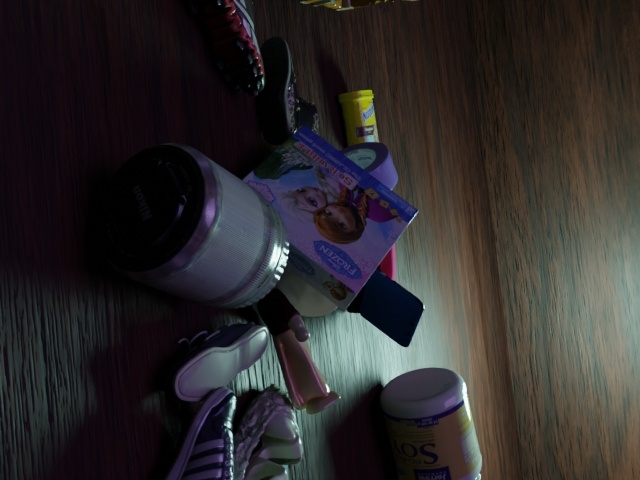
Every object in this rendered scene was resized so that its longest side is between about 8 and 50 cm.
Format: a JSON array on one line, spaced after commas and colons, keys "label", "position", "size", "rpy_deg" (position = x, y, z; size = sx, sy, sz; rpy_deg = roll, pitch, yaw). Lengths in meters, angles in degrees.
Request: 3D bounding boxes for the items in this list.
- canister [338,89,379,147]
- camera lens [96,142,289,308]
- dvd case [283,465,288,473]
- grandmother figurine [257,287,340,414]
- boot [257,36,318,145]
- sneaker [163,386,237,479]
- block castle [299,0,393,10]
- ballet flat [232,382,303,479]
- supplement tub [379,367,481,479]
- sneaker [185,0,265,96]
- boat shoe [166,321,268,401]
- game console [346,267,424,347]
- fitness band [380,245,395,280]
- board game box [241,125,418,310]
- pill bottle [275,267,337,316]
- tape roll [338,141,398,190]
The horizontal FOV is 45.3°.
[{"label": "canister", "position": [0.110, -0.328, 2.138], "size": [0.126, 0.073, 0.170], "rpy_deg": [-26, 108, -63]}, {"label": "camera lens", "position": [-0.201, -0.015, 1.235], "size": [0.274, 0.219, 0.219], "rpy_deg": [33, 54, -58]}, {"label": "dvd case", "position": [-0.090, 0.506, 1.558], "size": [0.087, 0.013, 0.119], "rpy_deg": [23, 63, -61]}, {"label": "grandmother figurine", "position": [-0.073, 0.175, 1.525], "size": [0.104, 0.208, 0.342], "rpy_deg": [-27, 94, -29]}, {"label": "boot", "position": [-0.072, -0.331, 1.749], "size": [0.178, 0.085, 0.236], "rpy_deg": [-9, 98, -67]}, {"label": "sneaker", "position": [-0.159, 0.380, 1.237], "size": [0.099, 0.153, 0.282], "rpy_deg": [84, 25, -52]}, {"label": "block castle", "position": [0.082, -0.719, 1.929], "size": [0.453, 0.303, 0.213], "rpy_deg": [-23, 110, -63]}, {"label": "ballet flat", "position": [-0.106, 0.415, 1.414], "size": [0.409, 0.147, 0.147], "rpy_deg": [-53, 130, -57]}, {"label": "supplement tub", "position": [0.310, 0.545, 2.114], "size": [0.241, 0.241, 0.331], "rpy_deg": [-39, 117, -61]}, {"label": "sneaker", "position": [-0.173, -0.429, 1.546], "size": [0.276, 0.097, 0.135], "rpy_deg": [64, 34, -31]}, {"label": "boat shoe", "position": [-0.191, 0.203, 1.352], "size": [0.254, 0.079, 0.095], "rpy_deg": [-32, 128, -53]}, {"label": "game console", "position": [0.161, 0.091, 1.883], "size": [0.293, 0.173, 0.250], "rpy_deg": [96, 2, -62]}, {"label": "fitness band", "position": [0.158, 0.013, 2.163], "size": [0.209, 0.054, 0.291], "rpy_deg": [25, 62, -61]}, {"label": "board game box", "position": [0.005, -0.059, 1.574], "size": [0.318, 0.066, 0.318], "rpy_deg": [37, 45, 3]}, {"label": "pill bottle", "position": [0.000, 0.000, 1.696], "size": [0.176, 0.176, 0.318], "rpy_deg": [64, 31, -34]}, {"label": "tape roll", "position": [0.093, -0.164, 1.921], "size": [0.080, 0.189, 0.189], "rpy_deg": [66, 30, -30]}]
